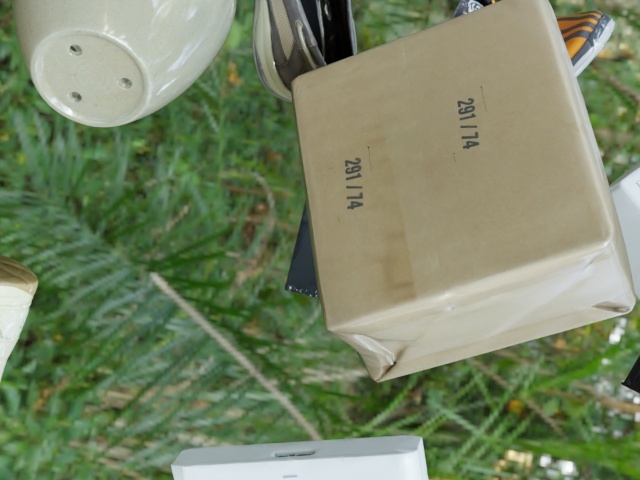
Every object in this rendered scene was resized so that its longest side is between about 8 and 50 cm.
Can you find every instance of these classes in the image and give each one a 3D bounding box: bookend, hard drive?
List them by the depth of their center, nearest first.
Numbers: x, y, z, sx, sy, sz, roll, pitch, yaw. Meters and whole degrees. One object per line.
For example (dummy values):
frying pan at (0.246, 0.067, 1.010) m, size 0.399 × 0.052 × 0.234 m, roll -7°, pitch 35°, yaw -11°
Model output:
hard drive at (0.004, 0.314, 0.930) m, size 0.040 × 0.202 × 0.308 m, roll -47°, pitch 129°, yaw -71°
bookend at (0.000, 0.000, 1.842) m, size 0.156 × 0.072 × 0.157 m, roll -70°, pitch 174°, yaw -79°

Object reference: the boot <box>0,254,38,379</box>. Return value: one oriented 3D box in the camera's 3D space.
boot at (-0.369, 0.100, 0.887) m, size 0.095 × 0.261 × 0.204 m, roll 37°, pitch -65°, yaw 54°

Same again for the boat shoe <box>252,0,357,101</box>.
boat shoe at (-0.015, -0.344, 1.362) m, size 0.132 × 0.130 × 0.356 m, roll -27°, pitch 114°, yaw -42°

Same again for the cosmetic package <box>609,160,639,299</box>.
cosmetic package at (0.657, 0.054, 1.843) m, size 0.230 × 0.453 × 0.161 m, roll -35°, pitch 174°, yaw -23°

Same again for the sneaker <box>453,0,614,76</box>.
sneaker at (0.286, -0.303, 1.698) m, size 0.125 × 0.180 × 0.321 m, roll -54°, pitch -166°, yaw -22°

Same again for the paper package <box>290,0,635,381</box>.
paper package at (0.141, -0.055, 1.200) m, size 0.168 × 0.309 × 0.325 m, roll 49°, pitch 26°, yaw -57°

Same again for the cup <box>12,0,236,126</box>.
cup at (-0.300, -0.299, 1.627) m, size 0.331 × 0.330 × 0.237 m, roll 94°, pitch 3°, yaw -45°

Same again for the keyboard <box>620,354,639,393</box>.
keyboard at (0.593, 0.265, 1.729) m, size 0.033 × 0.317 × 0.202 m, roll 36°, pitch 84°, yaw -38°
